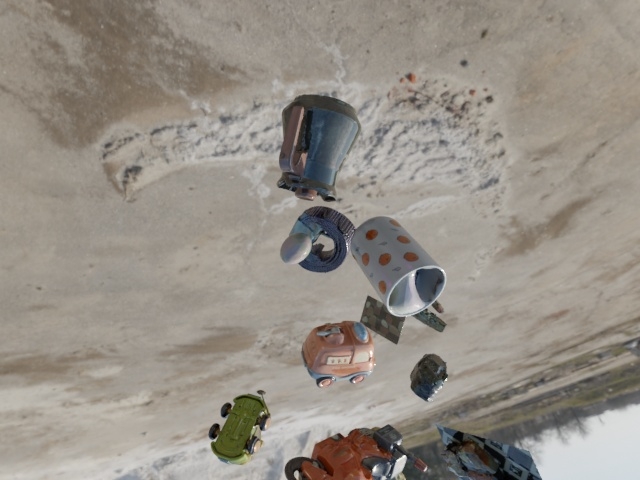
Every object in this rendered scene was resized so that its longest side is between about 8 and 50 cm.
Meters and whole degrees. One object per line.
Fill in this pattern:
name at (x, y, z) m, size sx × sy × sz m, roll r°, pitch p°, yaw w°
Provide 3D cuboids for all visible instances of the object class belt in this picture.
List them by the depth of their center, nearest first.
belt at (0.000, 0.000, 1.894) m, size 0.260 × 0.122 × 0.324 m, roll 32°, pitch 137°, yaw -1°

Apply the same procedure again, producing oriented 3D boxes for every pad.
pad at (0.295, 0.378, 2.179) m, size 0.003 × 0.235 × 0.158 m, roll -3°, pitch 113°, yaw -47°

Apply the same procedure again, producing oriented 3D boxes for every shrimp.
shrimp at (0.383, 0.241, 1.679) m, size 0.058 × 0.253 × 0.173 m, roll -56°, pitch -178°, yaw -36°

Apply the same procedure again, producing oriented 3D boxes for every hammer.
hammer at (-0.157, 0.459, 1.279) m, size 0.029 × 0.123 × 0.014 m, roll 16°, pitch 100°, yaw -22°

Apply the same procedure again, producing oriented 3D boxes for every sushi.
sushi at (0.450, 0.646, 1.192) m, size 0.059 × 0.292 × 0.294 m, roll -35°, pitch -163°, yaw -35°
sushi at (0.457, 0.564, 1.911) m, size 0.127 × 0.124 × 0.225 m, roll -58°, pitch 170°, yaw 24°

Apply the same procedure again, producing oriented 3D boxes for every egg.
egg at (-0.094, 0.030, 1.717) m, size 0.135 × 0.103 × 0.103 m, roll -46°, pitch 151°, yaw -3°

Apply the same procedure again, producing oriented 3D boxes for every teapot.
teapot at (-0.030, -0.335, 1.670) m, size 0.306 × 0.361 × 0.376 m, roll 10°, pitch 177°, yaw 22°

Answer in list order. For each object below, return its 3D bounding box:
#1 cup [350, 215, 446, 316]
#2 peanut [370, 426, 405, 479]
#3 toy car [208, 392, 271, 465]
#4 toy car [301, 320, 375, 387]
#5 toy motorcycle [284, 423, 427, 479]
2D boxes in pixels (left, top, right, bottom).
cup at (0.238, 0.068, 1.516) m, size 0.213 × 0.317 × 0.212 m, roll -15°, pitch 132°, yaw -17°
peanut at (0.221, 0.788, 1.539) m, size 0.120 × 0.298 × 0.136 m, roll -23°, pitch 163°, yaw 32°
toy car at (-0.280, 0.698, 1.661) m, size 0.201 × 0.247 × 0.142 m, roll 9°, pitch 140°, yaw 28°
toy car at (0.073, 0.379, 1.602) m, size 0.271 × 0.180 × 0.212 m, roll 1°, pitch 130°, yaw -21°
toy motorcycle at (0.090, 0.530, 1.039) m, size 0.326 × 0.221 × 0.147 m, roll -1°, pitch 112°, yaw -47°
